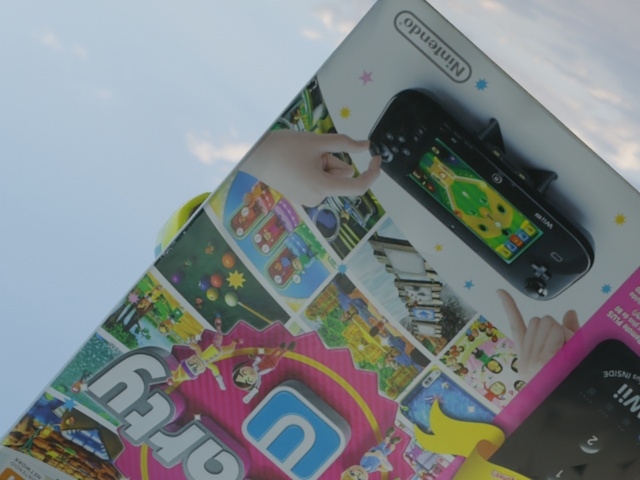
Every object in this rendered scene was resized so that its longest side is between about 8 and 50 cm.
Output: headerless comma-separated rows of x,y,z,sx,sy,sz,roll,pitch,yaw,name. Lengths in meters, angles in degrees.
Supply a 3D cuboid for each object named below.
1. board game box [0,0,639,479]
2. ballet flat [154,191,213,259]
0.017,0.076,0.459,0.224,0.303,0.097,41,-170,-2,board game box
0.000,0.000,0.648,0.231,0.077,0.077,-2,-103,-34,ballet flat
